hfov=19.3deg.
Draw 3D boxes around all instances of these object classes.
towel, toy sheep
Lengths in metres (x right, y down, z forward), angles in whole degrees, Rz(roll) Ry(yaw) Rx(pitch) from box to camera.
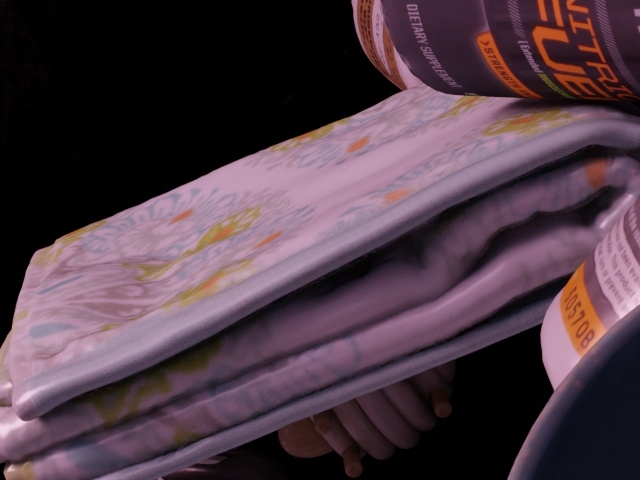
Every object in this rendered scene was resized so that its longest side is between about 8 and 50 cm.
[{"bbox_3d":[0.000,0.000,1.048,0.374,0.090,0.320,-22,15,4],"label":"towel"},{"bbox_3d":[0.033,0.080,1.056,0.132,0.091,0.091,-31,21,6],"label":"toy sheep"}]

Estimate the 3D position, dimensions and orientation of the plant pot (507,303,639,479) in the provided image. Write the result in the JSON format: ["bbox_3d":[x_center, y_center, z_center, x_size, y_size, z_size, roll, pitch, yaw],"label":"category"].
[{"bbox_3d":[0.159,0.160,0.386,0.290,0.290,0.195,-70,-8,-48],"label":"plant pot"}]

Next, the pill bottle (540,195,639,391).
[{"bbox_3d":[0.217,-0.018,0.649,0.278,0.162,0.162,-52,16,22],"label":"pill bottle"}]

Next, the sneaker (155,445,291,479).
[{"bbox_3d":[-0.073,0.132,1.189,0.229,0.086,0.132,-25,27,52],"label":"sneaker"}]

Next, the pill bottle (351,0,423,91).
[{"bbox_3d":[0.093,-0.159,1.318,0.131,0.131,0.229,-47,18,4],"label":"pill bottle"}]

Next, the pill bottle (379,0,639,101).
[{"bbox_3d":[0.156,-0.131,0.901,0.246,0.130,0.130,5,54,43],"label":"pill bottle"}]
